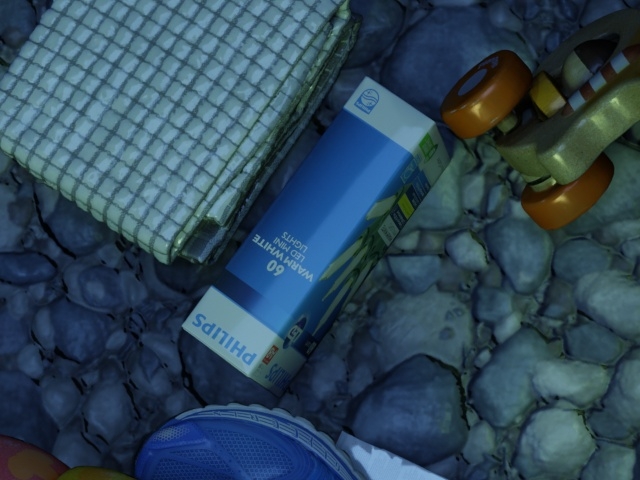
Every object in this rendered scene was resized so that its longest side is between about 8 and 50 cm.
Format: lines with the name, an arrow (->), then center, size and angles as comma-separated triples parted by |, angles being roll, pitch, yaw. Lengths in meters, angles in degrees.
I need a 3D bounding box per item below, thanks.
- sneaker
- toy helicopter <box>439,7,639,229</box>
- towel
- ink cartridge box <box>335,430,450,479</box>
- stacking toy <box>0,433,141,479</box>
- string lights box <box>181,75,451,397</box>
sneaker -> -0.013, 0.245, 1.582 | 0.330, 0.147, 0.130 | 26, 119, 16
toy helicopter -> 0.266, -0.138, 1.553 | 0.140, 0.355, 0.235 | 47, 75, -15
towel -> -0.130, -0.137, 1.729 | 0.235, 0.121, 0.284 | 31, 83, 14
ink cartridge box -> 0.058, 0.213, 1.655 | 0.115, 0.029, 0.063 | 24, 83, 16
stacking toy -> -0.204, 0.276, 1.514 | 0.480, 0.350, 0.351 | -2, 77, 13
string lights box -> 0.000, 0.000, 1.660 | 0.077, 0.133, 0.260 | 35, 86, 15
